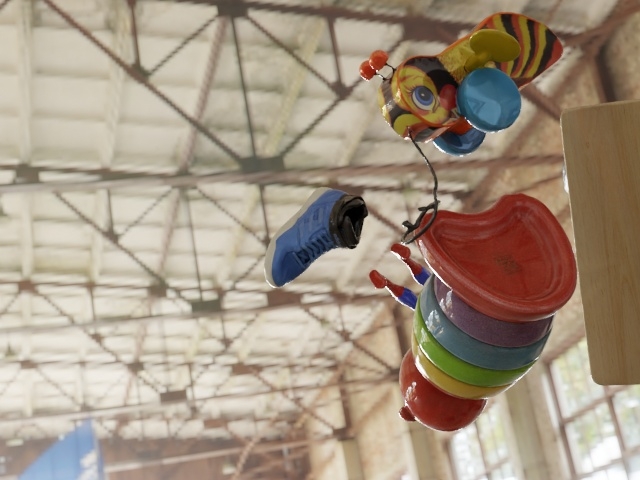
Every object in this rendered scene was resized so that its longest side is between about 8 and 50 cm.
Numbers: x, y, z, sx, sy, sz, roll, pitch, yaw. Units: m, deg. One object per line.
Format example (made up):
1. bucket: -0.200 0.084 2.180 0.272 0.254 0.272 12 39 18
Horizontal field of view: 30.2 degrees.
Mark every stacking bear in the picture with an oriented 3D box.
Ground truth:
1. stacking bear: 0.171 0.110 1.370 0.175 0.164 0.289 -13 -37 -28

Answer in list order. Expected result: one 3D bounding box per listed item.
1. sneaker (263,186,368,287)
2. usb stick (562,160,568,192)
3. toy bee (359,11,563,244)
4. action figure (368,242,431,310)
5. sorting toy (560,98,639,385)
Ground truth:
1. sneaker: 0.000 -0.001 1.441 0.084 0.152 0.058 12 -37 41
2. usb stick: 0.360 0.015 1.317 0.045 0.278 0.077 -34 -27 1
3. toy bee: 0.133 -0.165 1.260 0.195 0.162 0.298 -41 9 41
4. action figure: 0.209 0.126 1.828 0.091 0.139 0.280 -50 -55 2
5. sorting toy: 0.365 -0.009 1.069 0.255 0.257 0.089 -5 5 26
